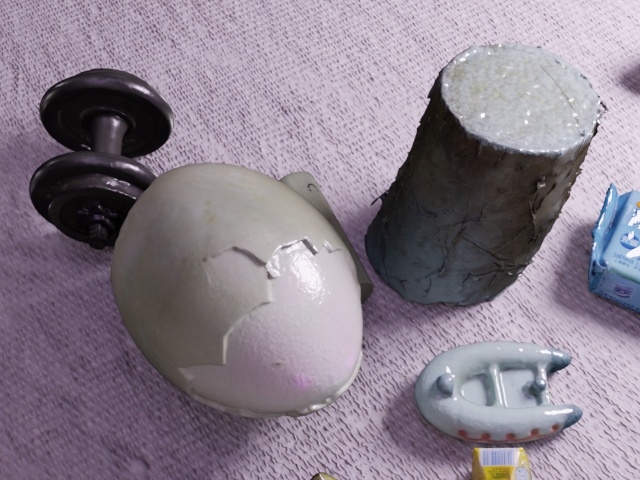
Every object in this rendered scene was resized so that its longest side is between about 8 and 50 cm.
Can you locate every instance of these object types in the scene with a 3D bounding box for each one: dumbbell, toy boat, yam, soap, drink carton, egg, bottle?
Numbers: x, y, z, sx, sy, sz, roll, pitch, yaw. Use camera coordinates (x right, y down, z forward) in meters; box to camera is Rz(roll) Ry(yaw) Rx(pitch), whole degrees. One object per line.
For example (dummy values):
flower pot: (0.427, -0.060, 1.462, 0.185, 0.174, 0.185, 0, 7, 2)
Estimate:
dumbbell: (-0.306, -0.119, 1.342, 0.192, 0.192, 0.290, -3, 59, 1)
toy boat: (0.222, 0.185, 1.196, 0.207, 0.079, 0.134, -1, 62, 0)
yam: (0.204, -0.081, 1.227, 0.241, 0.348, 0.241, 5, 57, -8)
soap: (0.497, 0.043, 1.266, 0.293, 0.077, 0.156, 24, 62, 15)
drink carton: (0.210, 0.344, 1.097, 0.074, 0.084, 0.200, -4, 59, 13)
egg: (-0.090, 0.067, 1.164, 0.336, 0.278, 0.278, 35, 66, 24)
bottle: (0.000, 0.000, 1.321, 0.072, 0.072, 0.201, -23, 60, -11)

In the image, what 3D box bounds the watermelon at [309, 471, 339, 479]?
watermelon: (0.054, 0.417, 1.040, 0.128, 0.159, 0.303, -35, 61, 17)
